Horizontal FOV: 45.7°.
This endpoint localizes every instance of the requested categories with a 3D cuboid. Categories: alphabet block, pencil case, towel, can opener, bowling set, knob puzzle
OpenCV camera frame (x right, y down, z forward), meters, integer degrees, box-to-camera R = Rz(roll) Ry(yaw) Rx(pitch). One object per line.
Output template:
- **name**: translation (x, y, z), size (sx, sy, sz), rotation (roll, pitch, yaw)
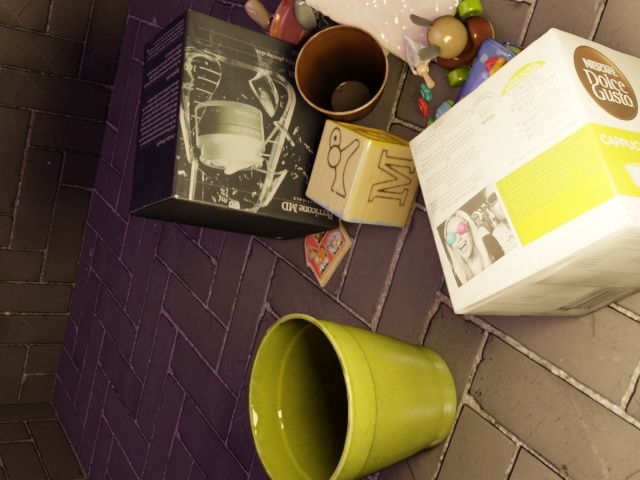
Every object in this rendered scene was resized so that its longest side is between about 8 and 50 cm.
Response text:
- **alphabet block**: translation (0.108, -0.159, 1.805), size (0.192, 0.194, 0.197), rotation (36, 115, 49)
- **pencil case**: translation (0.321, -0.262, 1.534), size (0.306, 0.119, 0.133), rotation (-64, -1, 28)
- **towel**: translation (0.169, -0.606, 1.732), size (0.332, 0.053, 0.316), rotation (31, 117, 6)
- **can opener**: translation (-0.014, -0.554, 1.964), size (0.095, 0.283, 0.076), rotation (-30, 69, -1)
- **bowling set**: translation (-0.067, -0.731, 2.197), size (0.154, 0.200, 0.287), rotation (45, 140, -6)
- **knob puzzle**: translation (0.000, 0.000, 2.075), size (0.213, 0.030, 0.213), rotation (-10, 78, 54)

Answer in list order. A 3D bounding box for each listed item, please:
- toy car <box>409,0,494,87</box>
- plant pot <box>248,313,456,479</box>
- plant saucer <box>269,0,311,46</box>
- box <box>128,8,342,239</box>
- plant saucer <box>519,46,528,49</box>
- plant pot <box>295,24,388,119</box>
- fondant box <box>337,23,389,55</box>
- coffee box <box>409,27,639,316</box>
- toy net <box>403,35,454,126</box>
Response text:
- **toy car**: translation (0.260, -0.419, 1.606), size (0.149, 0.189, 0.154), rotation (-23, 79, 51)
- **plant pot**: translation (0.089, 0.345, 1.631), size (0.367, 0.353, 0.366), rotation (-11, 76, 53)
- **plant saucer**: translation (-0.073, -0.590, 2.076), size (0.200, 0.037, 0.199), rotation (-26, 57, 50)
- **box**: translation (-0.209, -0.273, 1.988), size (0.297, 0.480, 0.471), rotation (-10, 74, 55)
- **plant saucer**: translation (0.407, -0.307, 1.547), size (0.168, 0.029, 0.168), rotation (-7, 82, 54)
- **plant pot**: translation (0.063, -0.375, 1.854), size (0.230, 0.216, 0.215), rotation (47, -139, -78)
- **fondant box**: translation (0.152, -0.667, 1.890), size (0.330, 0.096, 0.238), rotation (-61, 42, 29)
- **coffee box**: translation (0.409, -0.088, 1.251), size (0.338, 0.338, 0.334), rotation (-38, 56, 46)
- **toy net**: translation (0.243, -0.350, 1.702), size (0.122, 0.045, 0.232), rotation (-158, 45, -81)
